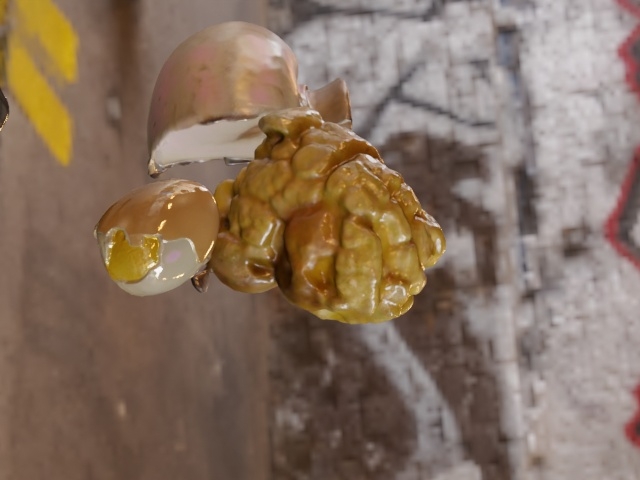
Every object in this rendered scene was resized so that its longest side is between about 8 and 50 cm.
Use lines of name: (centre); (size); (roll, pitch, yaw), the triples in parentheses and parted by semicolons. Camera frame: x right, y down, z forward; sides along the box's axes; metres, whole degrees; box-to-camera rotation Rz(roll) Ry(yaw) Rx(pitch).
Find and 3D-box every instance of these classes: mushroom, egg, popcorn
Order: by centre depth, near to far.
egg: (-0.103, -0.004, 1.090); (0.071, 0.083, 0.071); (57, 6, -9)
popcorn: (0.005, -0.019, 1.339); (0.140, 0.194, 0.163); (23, 77, -54)
mushroom: (-0.087, -0.185, 1.875); (0.162, 0.236, 0.173); (92, -8, -75)

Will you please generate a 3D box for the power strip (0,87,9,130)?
power strip: (-0.377, -0.100, 1.541); (0.257, 0.092, 0.251); (67, 37, -53)
